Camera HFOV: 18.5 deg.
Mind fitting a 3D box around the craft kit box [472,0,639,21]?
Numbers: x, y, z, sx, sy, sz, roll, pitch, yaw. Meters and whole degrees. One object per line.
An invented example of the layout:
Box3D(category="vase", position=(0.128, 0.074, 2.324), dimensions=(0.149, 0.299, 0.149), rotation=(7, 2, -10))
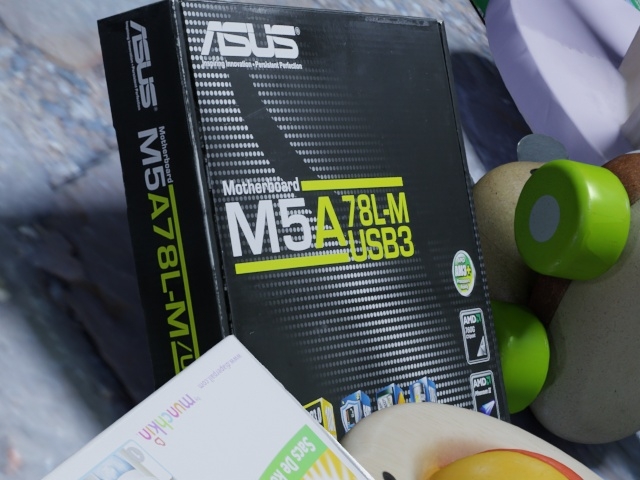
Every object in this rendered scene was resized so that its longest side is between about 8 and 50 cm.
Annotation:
Box3D(category="craft kit box", position=(0.195, -0.150, 1.322), dimensions=(0.246, 0.061, 0.250), rotation=(11, 42, -42))

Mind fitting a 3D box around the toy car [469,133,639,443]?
Box3D(category="toy car", position=(0.120, -0.009, 0.953), dimensions=(0.155, 0.149, 0.188), rotation=(9, 31, -32))

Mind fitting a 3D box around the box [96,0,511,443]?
Box3D(category="box", position=(0.000, 0.000, 0.780), dimensions=(0.191, 0.045, 0.184), rotation=(-4, 86, -55))

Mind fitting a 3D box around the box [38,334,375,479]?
Box3D(category="box", position=(-0.062, 0.125, 0.538), dimensions=(0.103, 0.114, 0.203), rotation=(46, 27, 4))

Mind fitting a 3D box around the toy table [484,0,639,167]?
Box3D(category="toy table", position=(0.227, -0.092, 1.069), dimensions=(0.274, 0.161, 0.252), rotation=(49, 35, 12))

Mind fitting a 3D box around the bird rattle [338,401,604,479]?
Box3D(category="bird rattle", position=(0.097, 0.127, 0.699), dimensions=(0.207, 0.143, 0.253), rotation=(42, 33, 19))
